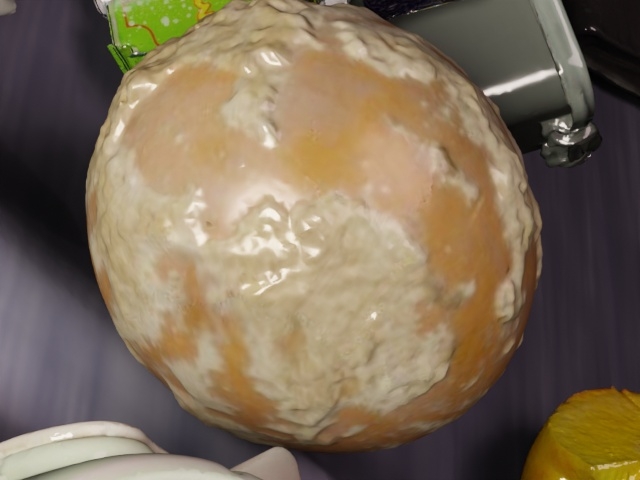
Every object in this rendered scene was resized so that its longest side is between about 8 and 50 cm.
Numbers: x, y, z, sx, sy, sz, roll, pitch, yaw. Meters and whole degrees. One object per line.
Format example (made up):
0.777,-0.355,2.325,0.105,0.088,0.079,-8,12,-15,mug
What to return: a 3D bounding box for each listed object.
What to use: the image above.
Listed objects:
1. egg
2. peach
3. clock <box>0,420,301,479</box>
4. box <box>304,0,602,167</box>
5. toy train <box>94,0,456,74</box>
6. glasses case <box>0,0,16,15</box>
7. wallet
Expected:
0.000,0.000,0.739,0.245,0.203,0.203,45,37,-43,egg
0.177,0.153,0.951,0.151,0.118,0.151,9,63,-19,peach
-0.072,0.193,0.556,0.324,0.108,0.265,-31,94,-46,clock
0.055,-0.141,0.921,0.163,0.135,0.243,44,25,-81,box
-0.014,-0.131,0.816,0.060,0.202,0.081,65,13,-68,toy train
-0.217,-0.115,0.620,0.128,0.083,0.308,58,35,-8,glasses case
0.229,-0.296,1.366,0.197,0.051,0.377,16,55,-44,wallet
